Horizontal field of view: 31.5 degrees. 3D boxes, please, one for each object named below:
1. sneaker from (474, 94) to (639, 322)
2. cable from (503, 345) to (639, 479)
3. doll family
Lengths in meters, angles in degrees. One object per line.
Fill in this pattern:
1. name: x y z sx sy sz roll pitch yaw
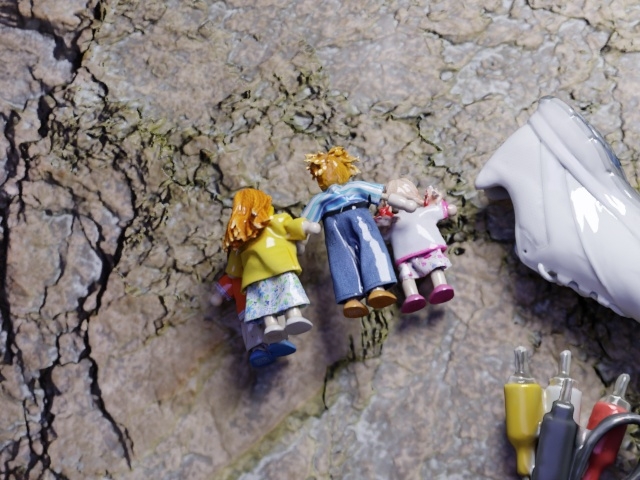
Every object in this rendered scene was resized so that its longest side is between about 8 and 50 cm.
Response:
1. sneaker: 0.257 0.008 1.033 0.129 0.111 0.297 -41 59 16
2. cable: 0.204 0.240 0.984 0.139 0.072 0.287 14 86 11
3. doll family: 0.000 0.000 1.087 0.263 0.118 0.163 -19 65 8
